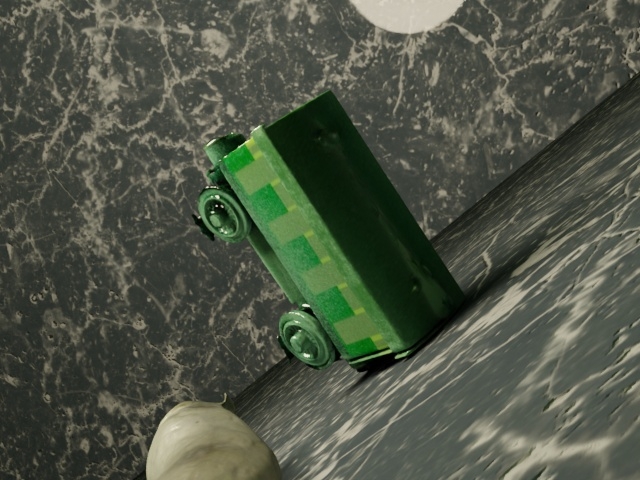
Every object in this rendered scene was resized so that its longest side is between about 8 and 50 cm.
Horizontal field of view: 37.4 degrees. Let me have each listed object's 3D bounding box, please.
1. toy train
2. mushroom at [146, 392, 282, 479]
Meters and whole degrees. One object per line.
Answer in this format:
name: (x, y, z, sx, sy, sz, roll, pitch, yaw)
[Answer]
toy train: (0.000, 0.000, 0.984, 0.120, 0.301, 0.202, -38, 7, -39)
mushroom: (-0.085, 0.186, 0.729, 0.109, 0.097, 0.351, -6, 0, -6)
